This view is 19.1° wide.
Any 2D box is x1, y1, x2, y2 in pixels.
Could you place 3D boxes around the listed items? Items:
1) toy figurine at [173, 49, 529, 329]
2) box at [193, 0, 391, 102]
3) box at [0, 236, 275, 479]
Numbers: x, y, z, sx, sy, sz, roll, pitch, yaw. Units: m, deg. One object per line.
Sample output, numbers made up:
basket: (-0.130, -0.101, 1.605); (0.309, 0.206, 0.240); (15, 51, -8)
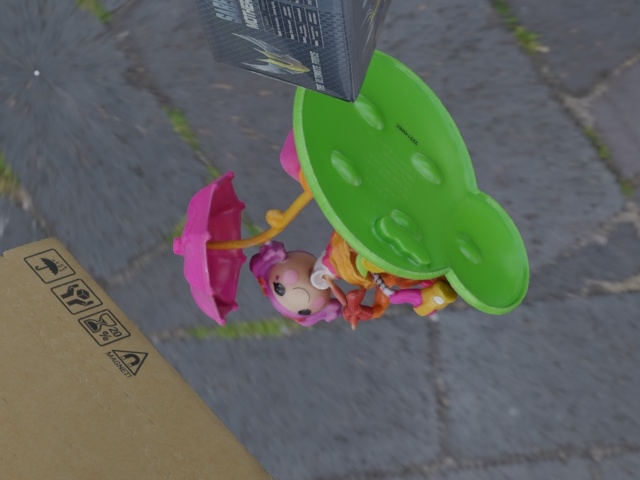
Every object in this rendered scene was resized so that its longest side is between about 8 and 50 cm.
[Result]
toy figurine: (0.000, 0.000, 1.031); (0.173, 0.159, 0.130); (41, 44, -22)
box: (0.010, -0.162, 0.571); (0.059, 0.233, 0.183); (17, 80, 7)
box: (-0.104, 0.088, 0.687); (0.164, 0.021, 0.201); (-20, 56, -43)
